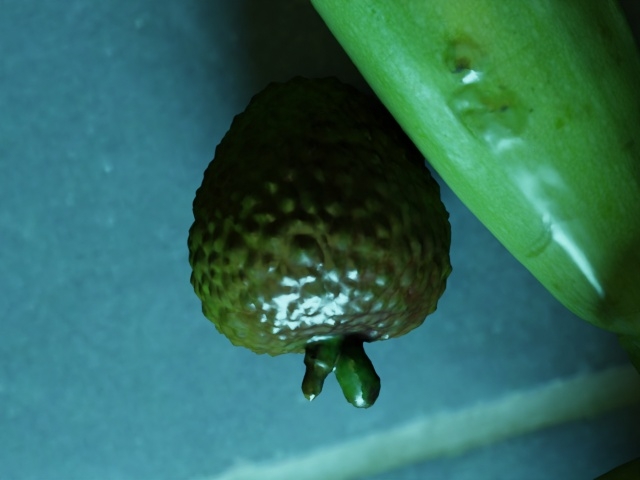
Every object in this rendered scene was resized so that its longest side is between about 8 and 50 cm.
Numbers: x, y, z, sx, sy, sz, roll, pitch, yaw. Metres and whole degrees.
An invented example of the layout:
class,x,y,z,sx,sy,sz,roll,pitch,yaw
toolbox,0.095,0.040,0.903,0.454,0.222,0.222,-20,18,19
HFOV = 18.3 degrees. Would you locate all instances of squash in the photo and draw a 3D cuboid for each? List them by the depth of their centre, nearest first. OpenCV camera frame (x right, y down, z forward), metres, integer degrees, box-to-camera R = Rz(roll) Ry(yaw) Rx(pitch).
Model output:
class,x,y,z,sx,sy,sz,roll,pitch,yaw
squash,0.058,-0.103,0.830,0.118,0.118,0.370,-30,89,14

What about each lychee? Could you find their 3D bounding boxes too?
class,x,y,z,sx,sy,sz,roll,pitch,yaw
lychee,0.000,0.000,0.854,0.114,0.114,0.146,-8,75,14

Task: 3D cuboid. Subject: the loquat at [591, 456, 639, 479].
class,x,y,z,sx,sy,sz,roll,pitch,yaw
loquat,0.164,0.190,0.766,0.244,0.244,0.244,1,94,14
